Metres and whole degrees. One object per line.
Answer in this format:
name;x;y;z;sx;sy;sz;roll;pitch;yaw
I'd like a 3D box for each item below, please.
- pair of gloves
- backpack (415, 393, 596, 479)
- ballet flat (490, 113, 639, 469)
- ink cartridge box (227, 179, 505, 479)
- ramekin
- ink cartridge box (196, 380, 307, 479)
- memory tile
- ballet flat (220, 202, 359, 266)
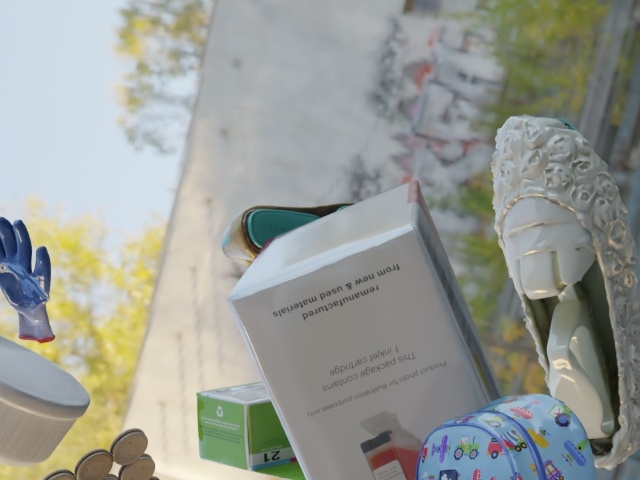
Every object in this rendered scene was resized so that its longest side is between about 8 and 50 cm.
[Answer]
pair of gloves;-0.391;0.046;1.732;0.023;0.198;0.159;-41;-54;-57
backpack;0.120;0.194;1.029;0.158;0.117;0.173;-16;75;60
ballet flat;0.272;0.066;1.599;0.409;0.147;0.147;70;-156;-16
ink cartridge box;0.082;0.168;1.259;0.279;0.160;0.385;-71;-40;-80
ramekin;-0.500;0.240;2.294;0.127;0.273;0.273;-61;-11;5
ink cartridge box;-0.018;0.244;1.966;0.189;0.255;0.097;-6;-87;-36
memory tile;-0.197;0.240;1.370;0.113;0.012;0.148;-29;-42;-21
ballet flat;0.000;0.000;1.578;0.073;0.232;0.080;-32;57;52
